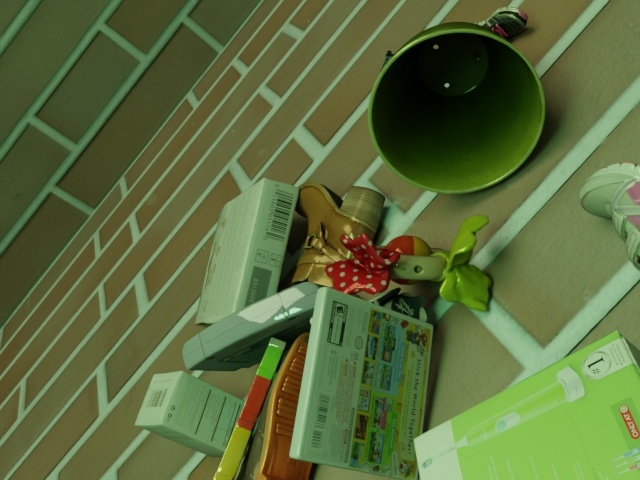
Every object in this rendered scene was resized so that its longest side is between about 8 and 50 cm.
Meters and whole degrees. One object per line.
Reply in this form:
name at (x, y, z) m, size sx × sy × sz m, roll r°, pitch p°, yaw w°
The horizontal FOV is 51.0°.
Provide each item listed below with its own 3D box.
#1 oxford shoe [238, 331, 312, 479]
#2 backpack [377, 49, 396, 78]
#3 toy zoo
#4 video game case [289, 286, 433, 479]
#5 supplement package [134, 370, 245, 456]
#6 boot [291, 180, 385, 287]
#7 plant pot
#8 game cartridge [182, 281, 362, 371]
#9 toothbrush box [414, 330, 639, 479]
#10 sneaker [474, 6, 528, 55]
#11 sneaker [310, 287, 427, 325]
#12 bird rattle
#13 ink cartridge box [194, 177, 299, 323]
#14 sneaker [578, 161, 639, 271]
oxford shoe at (-0.070, 0.324, 1.108) m, size 0.133 × 0.130 × 0.363 m, roll -24°, pitch 42°, yaw 50°
backpack at (0.174, -0.335, 1.439) m, size 0.084 × 0.105 × 0.114 m, roll 15°, pitch 78°, yaw 59°
toy zoo at (-0.130, 0.329, 1.165) m, size 0.192 × 0.030 × 0.293 m, roll 105°, pitch -174°, yaw -64°
video game case at (0.065, 0.200, 0.926) m, size 0.026 × 0.206 × 0.226 m, roll -19°, pitch 56°, yaw 52°
supplement package at (-0.234, 0.330, 1.265) m, size 0.105 × 0.179 × 0.105 m, roll -18°, pitch 47°, yaw 45°
boot at (0.000, 0.000, 1.370) m, size 0.283 × 0.109 × 0.220 m, roll 10°, pitch 72°, yaw 49°
plant pot at (0.232, -0.269, 1.182) m, size 0.275 × 0.275 × 0.293 m, roll -37°, pitch 19°, yaw 27°
game cartridge at (-0.089, 0.157, 1.193) m, size 0.297 × 0.198 × 0.062 m, roll -28°, pitch 63°, yaw 21°
toothbrush box at (0.257, 0.264, 0.720) m, size 0.283 × 0.122 × 0.206 m, roll -37°, pitch 35°, yaw 25°
sneaker at (0.336, -0.402, 1.329) m, size 0.170 × 0.063 × 0.074 m, roll -6°, pitch 55°, yaw 57°
sneaker at (0.086, 0.122, 1.029) m, size 0.153 × 0.235 × 0.094 m, roll -34°, pitch 64°, yaw 10°
bird rattle at (0.132, 0.043, 1.036) m, size 0.207 × 0.254 × 0.143 m, roll -133°, pitch 37°, yaw -85°
ink cartridge box at (-0.181, 0.049, 1.536) m, size 0.385 × 0.091 × 0.308 m, roll 159°, pitch 124°, yaw -67°
sneaker at (0.405, -0.015, 0.813) m, size 0.111 × 0.103 × 0.252 m, roll -53°, pitch 30°, yaw -1°
